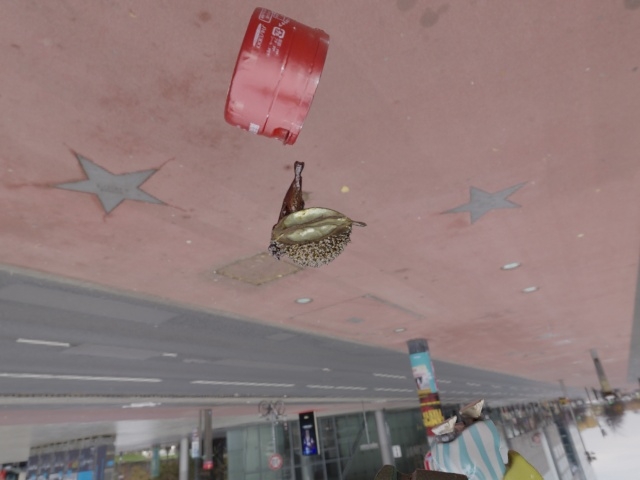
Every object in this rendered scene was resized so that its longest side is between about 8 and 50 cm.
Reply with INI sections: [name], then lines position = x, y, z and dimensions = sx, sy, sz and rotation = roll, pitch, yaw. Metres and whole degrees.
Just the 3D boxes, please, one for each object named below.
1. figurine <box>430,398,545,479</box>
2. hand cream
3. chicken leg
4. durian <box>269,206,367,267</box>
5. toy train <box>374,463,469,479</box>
[figurine]
position = 0.326, 0.623, 1.031
dimensions = 0.267, 0.361, 0.377
rotation = -11, 156, -35
[hand cream]
position = -0.073, -0.262, 0.687
dimensions = 0.126, 0.193, 0.193
rotation = 18, 149, -11
[chicken leg]
position = -0.063, -0.059, 0.890
dimensions = 0.049, 0.218, 0.089
rotation = 15, 160, 2
[durian]
position = 0.000, 0.000, 0.806
dimensions = 0.189, 0.148, 0.091
rotation = -16, 119, -7
[toy train]
position = 0.106, 0.283, 0.329
dimensions = 0.132, 0.200, 0.083
rotation = 0, -174, 15
